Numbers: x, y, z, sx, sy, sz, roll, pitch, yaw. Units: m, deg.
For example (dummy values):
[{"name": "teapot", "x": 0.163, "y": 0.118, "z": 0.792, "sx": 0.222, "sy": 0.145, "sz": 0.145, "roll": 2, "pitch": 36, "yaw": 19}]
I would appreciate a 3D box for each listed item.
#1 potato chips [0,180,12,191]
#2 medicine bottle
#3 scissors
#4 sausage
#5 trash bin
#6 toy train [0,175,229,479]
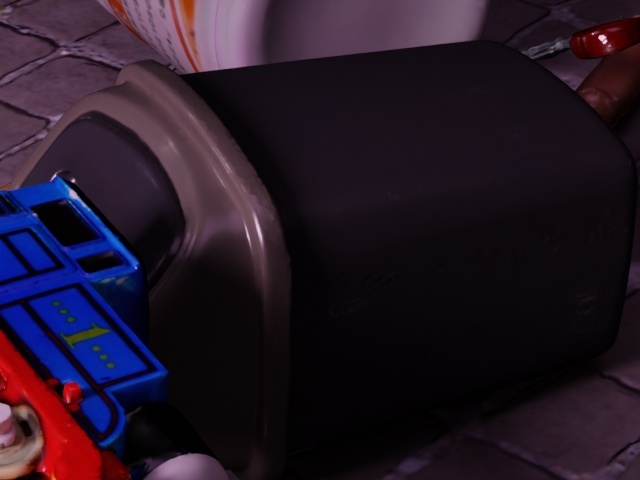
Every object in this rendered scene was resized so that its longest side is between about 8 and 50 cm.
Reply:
[{"name": "potato chips", "x": -0.100, "y": -0.027, "z": 1.120, "sx": 0.201, "sy": 0.049, "sz": 0.150, "roll": -7, "pitch": -11, "yaw": -11}, {"name": "medicine bottle", "x": -0.051, "y": -0.206, "z": 1.290, "sx": 0.202, "sy": 0.202, "sz": 0.316, "roll": -20, "pitch": 36, "yaw": -24}, {"name": "scissors", "x": 0.144, "y": -0.121, "z": 1.208, "sx": 0.144, "sy": 0.017, "sz": 0.247, "roll": -16, "pitch": 6, "yaw": 15}, {"name": "sausage", "x": 0.203, "y": -0.115, "z": 1.276, "sx": 0.042, "sy": 0.036, "sz": 0.158, "roll": 18, "pitch": 38, "yaw": 18}, {"name": "trash bin", "x": 0.000, "y": 0.000, "z": 0.992, "sx": 0.290, "sy": 0.182, "sz": 0.209, "roll": -12, "pitch": 32, "yaw": -23}, {"name": "toy train", "x": -0.114, "y": 0.061, "z": 0.779, "sx": 0.131, "sy": 0.083, "sz": 0.204, "roll": -14, "pitch": 39, "yaw": -30}]
